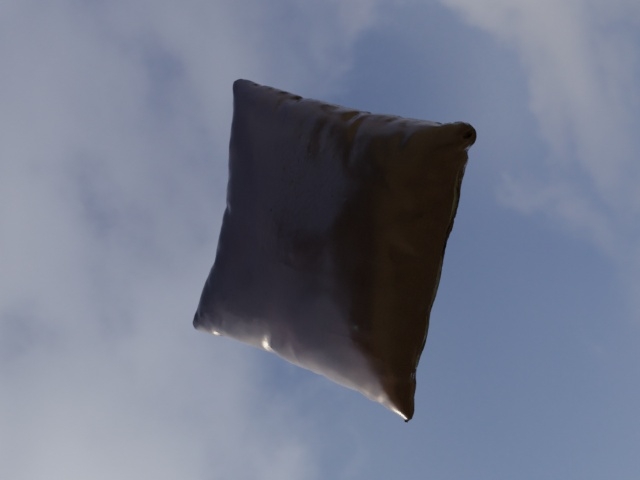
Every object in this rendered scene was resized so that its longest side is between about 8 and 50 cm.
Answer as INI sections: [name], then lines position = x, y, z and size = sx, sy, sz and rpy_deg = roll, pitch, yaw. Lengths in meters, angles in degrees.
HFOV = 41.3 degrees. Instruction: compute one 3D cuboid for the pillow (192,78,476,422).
[pillow]
position = 0.000, 0.000, 0.919
size = 0.108, 0.305, 0.308
rpy_deg = -5, -72, -55
